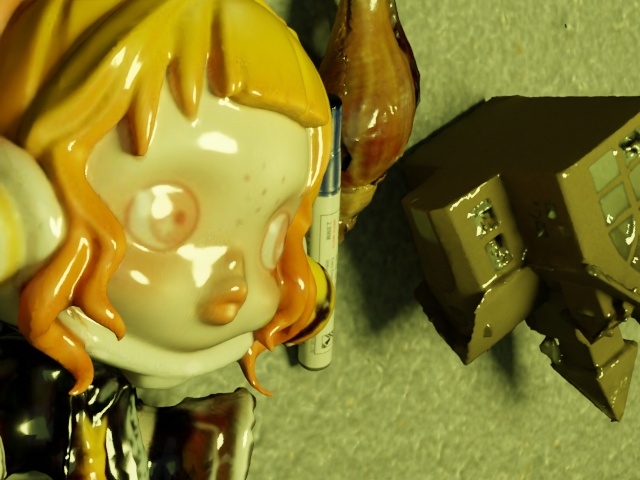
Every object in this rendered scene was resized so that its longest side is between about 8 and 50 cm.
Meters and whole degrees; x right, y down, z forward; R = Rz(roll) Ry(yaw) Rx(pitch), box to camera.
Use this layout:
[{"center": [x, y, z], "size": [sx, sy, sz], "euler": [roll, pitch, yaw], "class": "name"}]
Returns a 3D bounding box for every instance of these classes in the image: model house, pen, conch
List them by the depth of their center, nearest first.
[{"center": [0.000, 0.000, 0.673], "size": [0.025, 0.025, 0.204], "euler": [-20, 130, -30], "class": "pen"}, {"center": [0.029, -0.102, 0.685], "size": [0.080, 0.086, 0.232], "euler": [21, 90, 8], "class": "conch"}, {"center": [0.165, 0.042, 0.741], "size": [0.176, 0.181, 0.248], "euler": [-35, 112, -25], "class": "model house"}]

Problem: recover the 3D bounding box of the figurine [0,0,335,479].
[{"center": [-0.110, -0.009, 0.545], "size": [0.320, 0.196, 0.323], "euler": [15, 94, -57], "class": "figurine"}]
